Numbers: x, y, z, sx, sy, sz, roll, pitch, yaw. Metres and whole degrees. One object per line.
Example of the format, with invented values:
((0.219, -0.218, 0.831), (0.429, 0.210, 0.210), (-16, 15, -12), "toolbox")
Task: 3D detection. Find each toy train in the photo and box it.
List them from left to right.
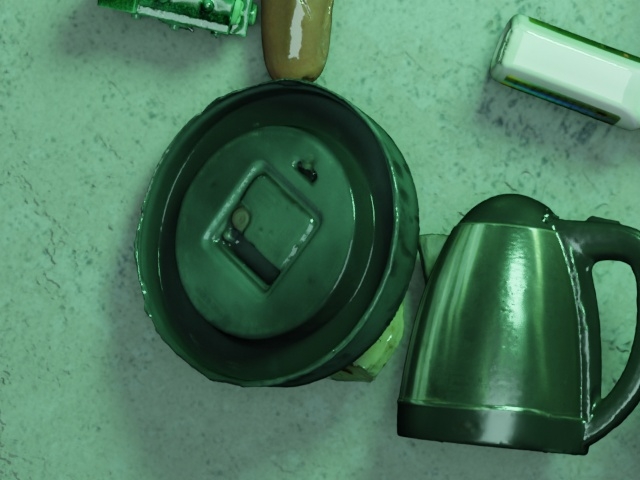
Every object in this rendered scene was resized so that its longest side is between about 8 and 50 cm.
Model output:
((-0.152, -0.258, 1.834), (0.170, 0.111, 0.071), (13, 99, 0), "toy train")

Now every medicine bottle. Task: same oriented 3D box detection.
((0.292, -0.171, 1.833), (0.219, 0.115, 0.078), (20, 93, -2), "medicine bottle")

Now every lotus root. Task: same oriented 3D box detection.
((0.048, 0.088, 1.851), (0.070, 0.143, 0.144), (37, 81, -15), "lotus root")

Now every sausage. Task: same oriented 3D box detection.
((-0.025, -0.372, 1.839), (0.088, 0.088, 0.433), (-1, 95, 0), "sausage")

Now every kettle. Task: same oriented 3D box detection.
((0.204, 0.083, 1.803), (0.207, 0.250, 0.271), (9, 82, -33), "kettle")

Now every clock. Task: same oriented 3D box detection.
((-0.047, -0.005, 1.791), (0.325, 0.067, 0.325), (-7, 76, 31), "clock")
